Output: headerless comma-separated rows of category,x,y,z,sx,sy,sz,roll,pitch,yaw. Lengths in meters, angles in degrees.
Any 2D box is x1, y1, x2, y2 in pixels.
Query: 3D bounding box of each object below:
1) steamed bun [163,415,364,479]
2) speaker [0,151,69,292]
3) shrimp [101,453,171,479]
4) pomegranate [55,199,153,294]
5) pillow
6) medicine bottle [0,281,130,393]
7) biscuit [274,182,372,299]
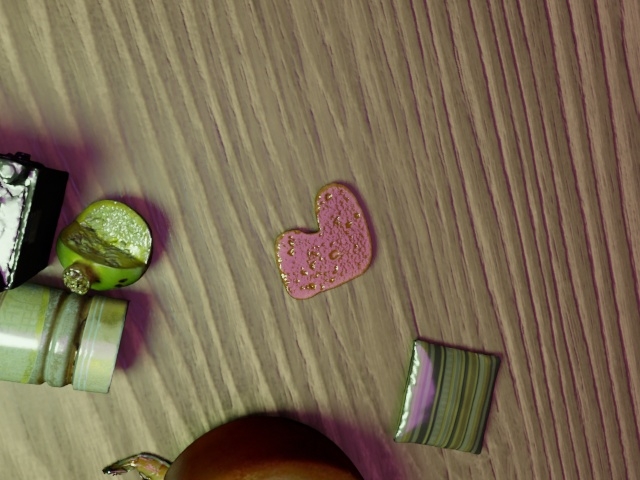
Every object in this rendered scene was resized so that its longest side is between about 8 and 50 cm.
steamed bun,-0.071,0.445,0.925,0.379,0.235,0.248,21,88,-18
speaker,-0.508,-0.050,0.756,0.232,0.254,0.184,12,92,-16
shrimp,-0.342,0.464,0.951,0.195,0.035,0.148,-46,107,-16
pomegranate,-0.349,0.026,0.870,0.143,0.122,0.169,24,53,-11
pillow,0.260,0.321,1.107,0.212,0.052,0.208,14,88,-19
medicine bottle,-0.473,0.136,0.830,0.322,0.151,0.151,13,90,-17
biscuit,0.000,0.000,1.017,0.192,0.036,0.186,-23,97,-13
